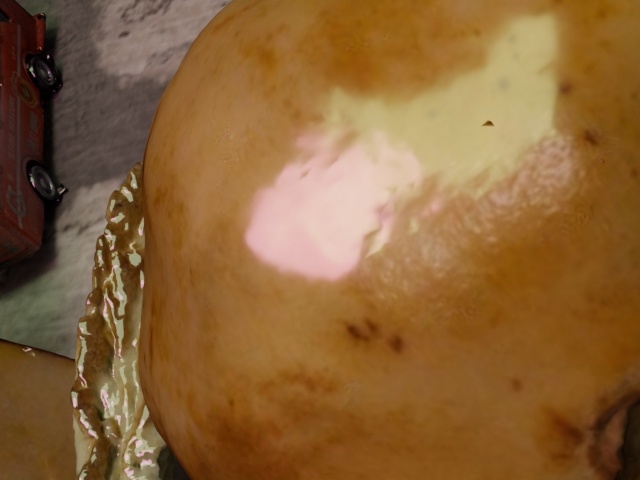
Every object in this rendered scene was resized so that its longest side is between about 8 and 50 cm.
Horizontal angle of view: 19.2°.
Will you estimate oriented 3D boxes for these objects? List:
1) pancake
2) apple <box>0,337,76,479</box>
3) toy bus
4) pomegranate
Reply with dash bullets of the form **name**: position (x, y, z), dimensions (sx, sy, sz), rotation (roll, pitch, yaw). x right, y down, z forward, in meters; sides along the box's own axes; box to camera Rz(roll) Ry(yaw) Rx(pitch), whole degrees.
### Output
- **pancake**: position (0.000, 0.001, 0.991), dimensions (0.197, 0.054, 0.376), rotation (39, 76, 21)
- **apple**: position (-0.284, 0.126, 0.943), dimensions (0.328, 0.295, 0.365), rotation (10, 41, 28)
- **toy bus**: position (-0.224, -0.080, 1.241), dimensions (0.073, 0.096, 0.235), rotation (-26, 46, 18)
- **pomegranate**: position (0.089, 0.007, 0.752), dimensions (0.332, 0.332, 0.332), rotation (-22, 47, 25)
